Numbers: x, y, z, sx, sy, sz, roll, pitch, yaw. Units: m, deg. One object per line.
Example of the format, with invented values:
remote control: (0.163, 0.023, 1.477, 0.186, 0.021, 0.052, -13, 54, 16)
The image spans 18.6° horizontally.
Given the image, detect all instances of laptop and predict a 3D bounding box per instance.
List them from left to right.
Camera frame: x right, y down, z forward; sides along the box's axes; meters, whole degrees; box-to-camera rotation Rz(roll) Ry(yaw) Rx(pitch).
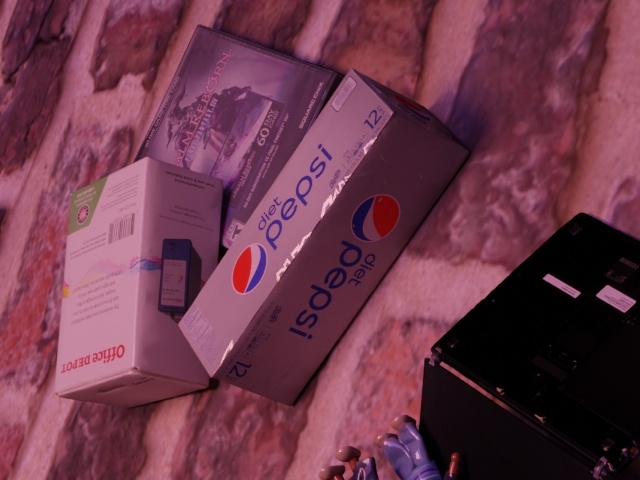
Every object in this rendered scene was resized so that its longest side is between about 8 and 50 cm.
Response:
laptop: (0.194, 0.141, 1.454, 0.264, 0.136, 0.234, -42, 35, -11)

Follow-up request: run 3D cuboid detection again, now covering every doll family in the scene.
doll family: (0.045, 0.226, 1.515, 0.193, 0.076, 0.111, -63, 38, 36)

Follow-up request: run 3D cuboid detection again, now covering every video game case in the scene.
video game case: (-0.091, -0.102, 1.944, 0.274, 0.026, 0.196, 26, 91, 53)

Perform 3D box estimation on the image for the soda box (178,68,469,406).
soda box: (0.000, 0.000, 1.707, 0.286, 0.098, 0.091, -56, 38, 14)

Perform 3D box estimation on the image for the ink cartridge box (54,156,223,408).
ink cartridge box: (-0.178, 0.046, 1.888, 0.154, 0.093, 0.212, -20, 60, 50)
